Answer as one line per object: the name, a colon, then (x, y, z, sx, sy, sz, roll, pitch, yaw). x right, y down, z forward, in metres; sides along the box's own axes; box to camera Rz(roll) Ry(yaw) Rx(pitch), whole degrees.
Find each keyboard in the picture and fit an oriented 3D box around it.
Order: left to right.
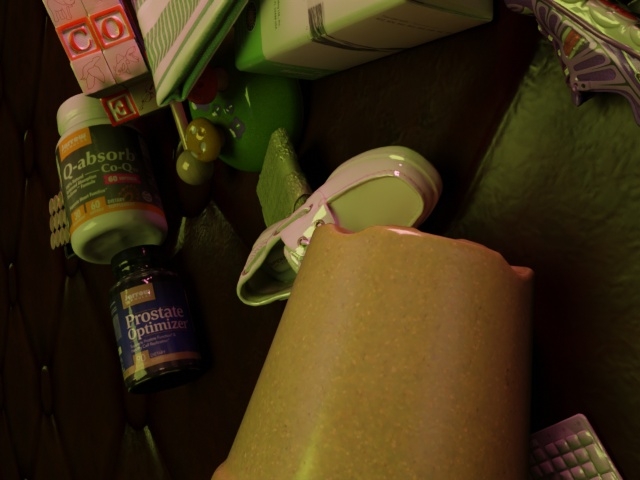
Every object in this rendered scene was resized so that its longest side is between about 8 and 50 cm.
keyboard: (0.149, 0.228, 0.552, 0.256, 0.014, 0.072, -46, 56, 43)

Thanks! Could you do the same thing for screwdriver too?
screwdriver: (0.000, 0.000, 0.734, 0.025, 0.024, 0.170, -20, 79, 40)

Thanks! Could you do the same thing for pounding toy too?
pounding toy: (-0.142, -0.159, 0.787, 0.236, 0.110, 0.183, -10, 102, 42)

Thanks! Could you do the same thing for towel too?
towel: (-0.158, -0.338, 0.705, 0.248, 0.038, 0.325, -47, 53, 35)
towel: (-0.045, -0.054, 0.755, 0.148, 0.027, 0.110, 113, 142, -57)

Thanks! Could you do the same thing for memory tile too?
memory tile: (-0.541, -0.044, 1.312, 0.148, 0.012, 0.113, -11, 82, 53)

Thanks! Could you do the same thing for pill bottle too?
pill bottle: (-0.374, -0.112, 1.106, 0.162, 0.162, 0.279, -44, 58, 44)
pill bottle: (-0.270, 0.124, 1.010, 0.123, 0.122, 0.219, -41, 60, 45)

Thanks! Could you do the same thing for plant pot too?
plant pot: (0.053, 0.129, 0.487, 0.276, 0.276, 0.254, 1, 75, 53)

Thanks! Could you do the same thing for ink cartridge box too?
ink cartridge box: (0.027, -0.282, 0.606, 0.272, 0.114, 0.199, 3, 94, 54)

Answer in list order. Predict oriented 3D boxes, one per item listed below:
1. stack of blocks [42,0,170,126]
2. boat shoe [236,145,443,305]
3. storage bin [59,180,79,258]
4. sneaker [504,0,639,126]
stack of blocks: (-0.294, -0.260, 0.909, 0.297, 0.087, 0.171, -137, 24, -74)
boat shoe: (0.007, 0.006, 0.630, 0.098, 0.096, 0.277, 43, 138, -11)
storage bin: (-0.479, -0.059, 1.310, 0.122, 0.084, 0.180, -17, 79, 51)
sneaker: (0.186, -0.138, 0.448, 0.170, 0.068, 0.071, 55, 137, 35)
